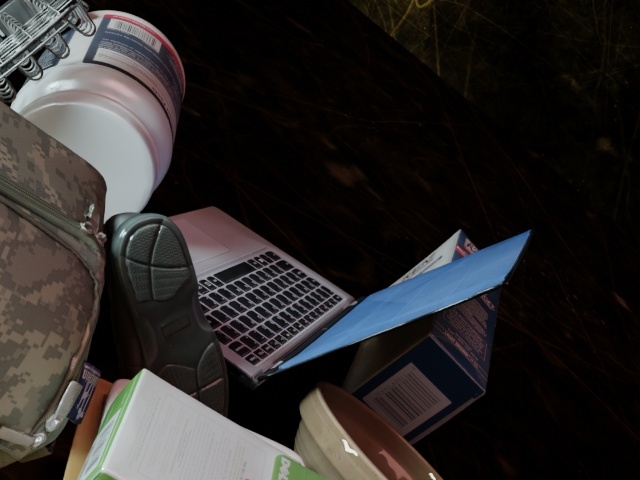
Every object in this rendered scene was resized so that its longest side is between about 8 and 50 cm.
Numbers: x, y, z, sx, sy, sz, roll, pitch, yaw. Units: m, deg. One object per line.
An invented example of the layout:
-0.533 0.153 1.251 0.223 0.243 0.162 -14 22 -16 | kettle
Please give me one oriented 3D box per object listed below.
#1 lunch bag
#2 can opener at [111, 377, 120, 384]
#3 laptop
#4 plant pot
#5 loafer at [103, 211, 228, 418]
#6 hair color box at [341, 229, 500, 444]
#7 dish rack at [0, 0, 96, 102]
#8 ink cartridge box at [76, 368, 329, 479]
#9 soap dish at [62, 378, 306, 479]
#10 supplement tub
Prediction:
-0.323 0.018 0.666 0.305 0.213 0.256 42 31 -42 | lunch bag
-0.155 0.136 0.913 0.186 0.073 0.059 -18 70 -50 | can opener
0.000 0.000 0.998 0.408 0.236 0.382 33 16 11 | laptop
0.048 0.266 0.877 0.237 0.109 0.237 42 3 -3 | plant pot
-0.154 0.098 0.822 0.096 0.267 0.084 -18 19 -33 | loafer
0.148 0.130 1.177 0.105 0.174 0.347 46 26 -6 | hair color box
-0.340 -0.212 0.945 0.074 0.208 0.271 51 -8 -32 | dish rack
-0.075 0.200 0.643 0.209 0.062 0.109 34 28 -14 | ink cartridge box
-0.119 0.270 0.683 0.229 0.118 0.290 29 28 -21 | soap dish
-0.273 -0.154 1.054 0.191 0.191 0.272 30 28 -21 | supplement tub
